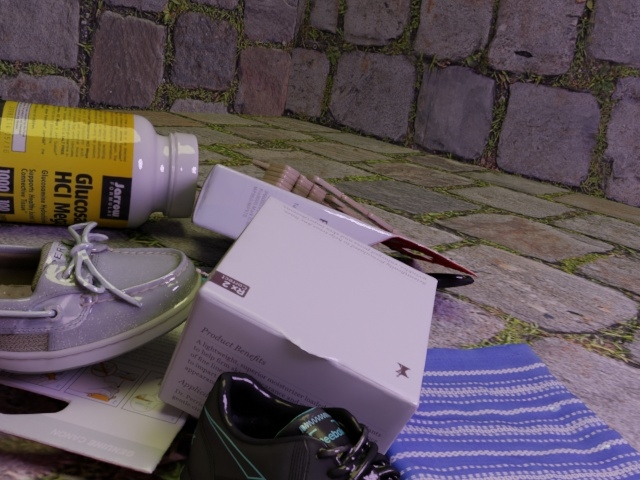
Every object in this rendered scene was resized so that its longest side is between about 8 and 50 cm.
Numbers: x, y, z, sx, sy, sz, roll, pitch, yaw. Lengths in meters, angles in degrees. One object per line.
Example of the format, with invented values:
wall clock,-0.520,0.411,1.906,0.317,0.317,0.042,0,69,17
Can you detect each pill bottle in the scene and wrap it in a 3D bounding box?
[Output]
pill bottle,-0.372,-0.116,1.121,0.333,0.188,0.188,3,16,-18

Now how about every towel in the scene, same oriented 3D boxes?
towel,0.169,0.177,0.643,0.243,0.040,0.336,3,17,-16

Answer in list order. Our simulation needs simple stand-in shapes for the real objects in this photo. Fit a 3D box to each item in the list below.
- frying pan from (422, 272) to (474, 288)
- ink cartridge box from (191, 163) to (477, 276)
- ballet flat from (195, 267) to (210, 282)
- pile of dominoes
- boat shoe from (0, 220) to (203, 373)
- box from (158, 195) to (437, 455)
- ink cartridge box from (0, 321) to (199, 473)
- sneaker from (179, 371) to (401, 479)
frying pan,0.037,0.058,0.976,0.326,0.053,0.197,-3,19,-41
ink cartridge box,0.000,0.000,1.052,0.384,0.091,0.308,23,-1,-10
ballet flat,-0.086,0.080,0.785,0.241,0.091,0.077,19,-4,22
pile of dominoes,0.011,-0.049,1.149,0.251,0.040,0.196,32,-7,-33
boat shoe,-0.259,0.037,0.576,0.320,0.103,0.118,-3,26,-3
box,-0.010,0.080,0.596,0.181,0.119,0.182,27,30,0
ink cartridge box,-0.220,0.111,0.638,0.275,0.060,0.239,12,29,10
sneaker,0.011,0.175,0.447,0.267,0.106,0.101,20,18,31
